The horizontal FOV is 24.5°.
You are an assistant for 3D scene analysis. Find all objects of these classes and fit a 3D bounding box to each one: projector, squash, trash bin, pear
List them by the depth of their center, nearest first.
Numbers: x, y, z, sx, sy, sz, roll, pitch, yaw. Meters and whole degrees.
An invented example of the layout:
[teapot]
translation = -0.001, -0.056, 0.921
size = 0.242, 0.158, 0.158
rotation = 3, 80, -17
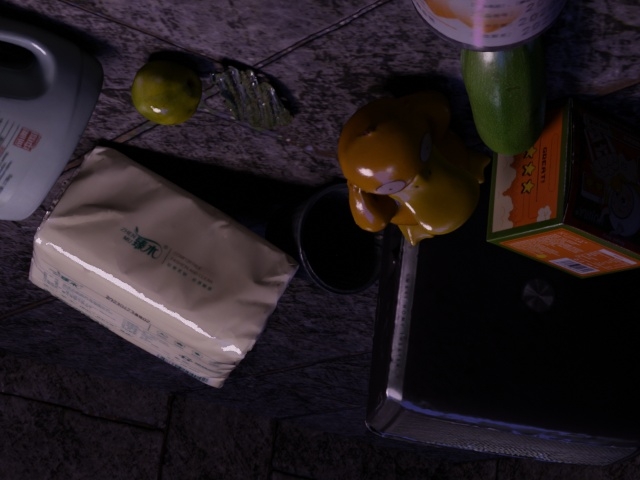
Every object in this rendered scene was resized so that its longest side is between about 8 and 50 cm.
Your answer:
[squash]
translation = 0.218, -0.191, 1.747
size = 0.101, 0.101, 0.379
rotation = 4, 161, 9
[pear]
translation = -0.203, -0.190, 1.926
size = 0.092, 0.092, 0.097
rotation = 22, 156, -38
[projector]
translation = 0.291, 0.111, 2.162
size = 0.405, 0.395, 0.242
rotation = 8, 160, -5
[trash bin]
translation = 0.000, 0.000, 2.332
size = 0.175, 0.175, 0.161
rotation = 18, 169, -30

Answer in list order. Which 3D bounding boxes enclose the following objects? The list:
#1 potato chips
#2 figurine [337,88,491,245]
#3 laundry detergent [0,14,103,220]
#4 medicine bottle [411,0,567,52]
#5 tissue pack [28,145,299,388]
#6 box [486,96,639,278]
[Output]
[potato chips]
translation = -0.089, -0.190, 1.980
size = 0.091, 0.028, 0.207
rotation = 3, 163, 10
[figurine]
translation = 0.116, -0.098, 1.956
size = 0.215, 0.215, 0.228
rotation = 6, -175, 2
[laundry detergent]
translation = -0.492, -0.192, 1.834
size = 0.397, 0.125, 0.264
rotation = 22, 113, -35
[medicine bottle]
translation = 0.154, -0.296, 1.335
size = 0.165, 0.165, 0.273
rotation = 4, 162, 8
[tissue pack]
translation = -0.253, 0.048, 2.323
size = 0.380, 0.207, 0.297
rotation = 31, 160, -4
[box]
translation = 0.342, -0.066, 1.952
size = 0.195, 0.178, 0.148
rotation = 20, 159, -35
